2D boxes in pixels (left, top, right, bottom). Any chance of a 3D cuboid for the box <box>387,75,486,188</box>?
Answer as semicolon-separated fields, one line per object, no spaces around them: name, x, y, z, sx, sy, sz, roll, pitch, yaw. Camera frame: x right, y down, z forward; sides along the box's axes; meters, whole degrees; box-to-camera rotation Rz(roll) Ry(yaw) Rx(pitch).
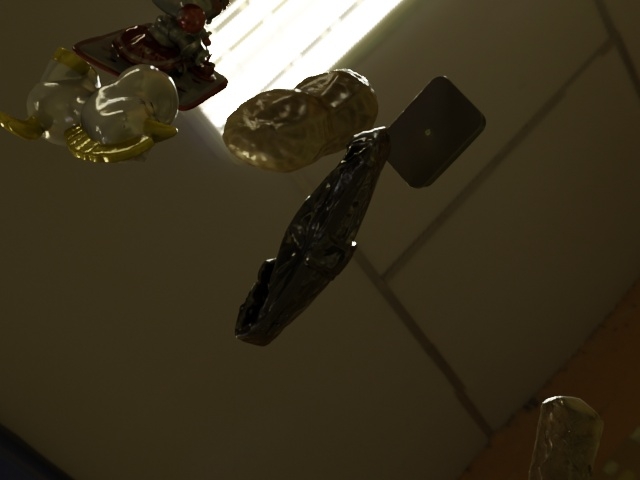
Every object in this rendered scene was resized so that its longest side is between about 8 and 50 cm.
box;0.139;-0.132;0.991;0.126;0.091;0.031;-48;-24;20

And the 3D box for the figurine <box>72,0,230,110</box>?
figurine;-0.160;-0.305;0.956;0.160;0.183;0.226;28;-64;0

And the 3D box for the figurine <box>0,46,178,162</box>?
figurine;-0.202;-0.115;0.755;0.129;0.178;0.109;-51;-33;-47

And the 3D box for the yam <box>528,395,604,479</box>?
yam;0.243;0.343;0.832;0.081;0.081;0.356;16;-100;-30

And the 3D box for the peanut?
peanut;-0.025;-0.177;1.163;0.233;0.197;0.110;-25;-61;-30

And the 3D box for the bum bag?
bum bag;0.001;0.000;0.755;0.248;0.069;0.102;-55;-26;19
